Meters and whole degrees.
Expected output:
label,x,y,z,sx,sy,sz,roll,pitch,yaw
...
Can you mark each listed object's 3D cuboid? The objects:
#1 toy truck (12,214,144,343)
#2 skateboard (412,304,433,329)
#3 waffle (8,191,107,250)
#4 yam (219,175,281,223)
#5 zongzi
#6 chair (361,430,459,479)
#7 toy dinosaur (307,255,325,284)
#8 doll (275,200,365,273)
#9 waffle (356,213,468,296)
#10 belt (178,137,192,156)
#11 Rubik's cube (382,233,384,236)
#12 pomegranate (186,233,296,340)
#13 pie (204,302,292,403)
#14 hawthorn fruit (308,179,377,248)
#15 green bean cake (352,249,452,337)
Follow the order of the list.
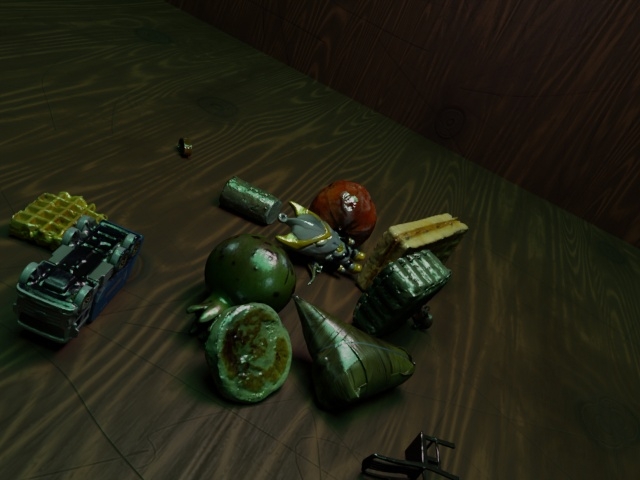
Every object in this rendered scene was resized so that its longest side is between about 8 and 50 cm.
label,x,y,z,sx,sy,sz,roll,pitch,yaw
toy truck,-0.527,0.073,1.299,0.146,0.175,0.367,23,29,-1
skateboard,0.317,0.221,1.825,0.080,0.067,0.151,22,25,-25
waffle,-0.651,-0.045,1.513,0.219,0.057,0.229,23,29,-4
yam,-0.229,-0.131,1.922,0.194,0.107,0.107,26,30,-2
zongzi,0.076,0.250,1.458,0.286,0.138,0.299,-5,59,-44
chair,0.193,0.483,1.286,0.213,0.084,0.101,20,33,-8
toy dinosaur,-0.013,0.083,1.817,0.058,0.037,0.180,8,26,-5
doll,-0.001,0.004,1.814,0.316,0.145,0.103,32,-10,-21
waffle,0.307,0.047,1.884,0.376,0.260,0.114,-12,52,-46
belt,-0.492,-0.342,2.102,0.036,0.059,0.083,3,35,-33
Rubik's cube,0.256,0.013,2.097,0.075,0.073,0.084,-2,42,-13
pomegranate,-0.188,0.119,1.437,0.243,0.242,0.305,23,38,-4
pie,-0.159,0.255,1.316,0.241,0.054,0.240,11,74,-43
hawthorn fruit,0.081,-0.111,1.979,0.242,0.241,0.271,21,44,-9
green bean cake,0.230,0.160,1.661,0.132,0.255,0.241,48,35,18
